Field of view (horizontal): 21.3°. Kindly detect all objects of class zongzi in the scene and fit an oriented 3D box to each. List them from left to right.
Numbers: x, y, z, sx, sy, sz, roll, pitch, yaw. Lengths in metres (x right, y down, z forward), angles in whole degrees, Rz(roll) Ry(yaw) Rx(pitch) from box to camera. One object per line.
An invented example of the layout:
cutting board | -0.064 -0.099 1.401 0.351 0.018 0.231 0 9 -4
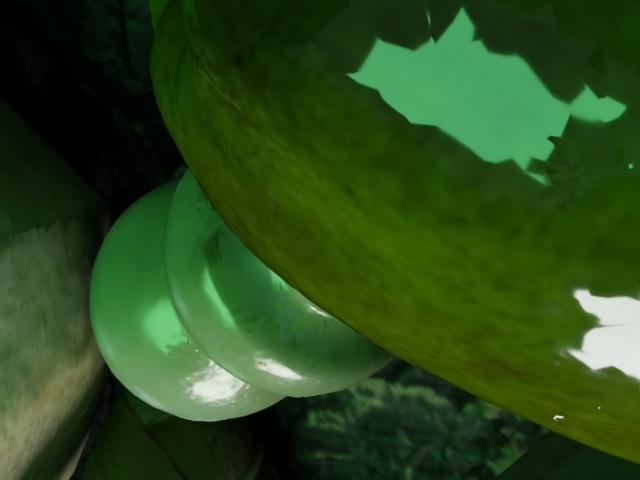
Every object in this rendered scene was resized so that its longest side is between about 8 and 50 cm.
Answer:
zongzi | -0.089 0.110 0.753 0.078 0.160 0.176 3 114 43

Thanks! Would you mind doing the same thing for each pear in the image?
pear | 0.109 -0.073 0.420 0.321 0.269 0.269 4 124 -11

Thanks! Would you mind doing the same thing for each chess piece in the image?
chess piece | 0.000 0.000 0.648 0.251 0.144 0.144 -25 95 48

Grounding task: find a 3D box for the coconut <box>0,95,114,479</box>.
coconut | -0.256 0.019 0.765 0.329 0.329 0.329 18 122 32

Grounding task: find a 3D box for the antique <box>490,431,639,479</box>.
antique | 0.096 0.171 0.629 0.148 0.147 0.152 26 134 34
